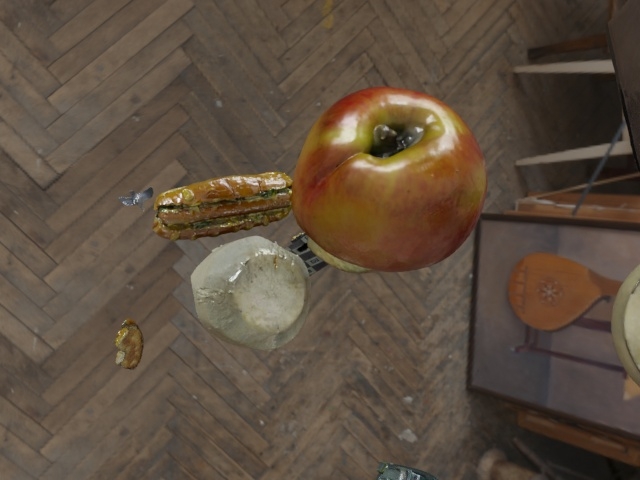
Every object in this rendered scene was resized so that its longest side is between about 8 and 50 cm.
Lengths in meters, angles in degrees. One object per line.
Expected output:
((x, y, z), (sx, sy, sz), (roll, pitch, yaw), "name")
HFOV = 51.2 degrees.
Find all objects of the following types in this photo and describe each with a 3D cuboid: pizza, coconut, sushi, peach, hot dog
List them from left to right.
((-0.211, 0.114, 0.732), (0.037, 0.016, 0.083), (-41, 150, -39), "pizza")
((-0.162, -0.063, 1.173), (0.269, 0.072, 0.115), (-14, 122, -23), "hot dog")
((-0.152, 0.111, 1.419), (0.245, 0.247, 0.244), (3, 84, -26), "coconut")
((0.000, 0.000, 1.838), (0.193, 0.280, 0.043), (23, 42, -48), "sushi")
((0.091, -0.070, 0.906), (0.281, 0.281, 0.238), (-8, 61, -28), "peach")

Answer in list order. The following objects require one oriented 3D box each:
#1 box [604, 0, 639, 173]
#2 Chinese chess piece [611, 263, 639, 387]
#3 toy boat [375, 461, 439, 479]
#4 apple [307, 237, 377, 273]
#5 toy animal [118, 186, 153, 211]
((0.386, -0.175, 0.589), (0.153, 0.252, 0.188), (-10, 83, 4), "box")
((0.733, 0.165, 1.261), (0.140, 0.338, 0.337), (15, 87, -69), "Chinese chess piece")
((0.195, 0.567, 1.497), (0.122, 0.296, 0.114), (33, 68, -13), "toy boat")
((0.142, -0.087, 1.284), (0.309, 0.314, 0.252), (-26, 95, -36), "apple")
((-0.395, -0.085, 1.449), (0.084, 0.028, 0.050), (-15, 90, 14), "toy animal")
